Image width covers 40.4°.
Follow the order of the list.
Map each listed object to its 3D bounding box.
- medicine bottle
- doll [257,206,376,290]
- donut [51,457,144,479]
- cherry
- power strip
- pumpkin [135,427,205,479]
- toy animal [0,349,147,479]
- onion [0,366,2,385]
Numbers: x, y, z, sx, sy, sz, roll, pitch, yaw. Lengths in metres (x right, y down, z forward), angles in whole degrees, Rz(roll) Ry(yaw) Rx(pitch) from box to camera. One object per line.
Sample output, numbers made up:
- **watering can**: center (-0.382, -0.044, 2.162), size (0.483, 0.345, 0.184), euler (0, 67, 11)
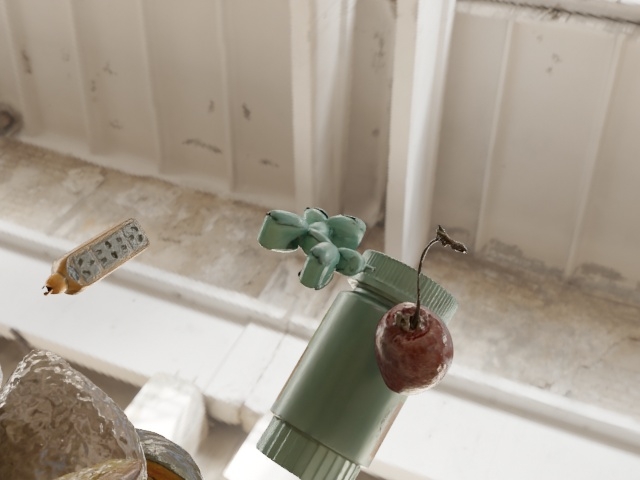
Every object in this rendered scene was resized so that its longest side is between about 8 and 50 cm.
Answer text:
- **medicine bottle**: center (0.048, 0.186, 1.201), size (0.158, 0.318, 0.158), euler (30, -11, 6)
- **doll**: center (0.000, 0.000, 1.147), size (0.159, 0.159, 0.059), euler (43, -59, 40)
- **donut**: center (-0.201, 0.220, 0.614), size (0.174, 0.190, 0.074), euler (-23, -93, 6)
- **cherry**: center (0.123, 0.097, 1.024), size (0.090, 0.107, 0.225), euler (1, -51, -21)
- **power strip**: center (-0.270, 0.023, 1.046), size (0.028, 0.178, 0.049), euler (-25, -80, 36)
- **pumpkin**: center (-0.319, 0.403, 1.625), size (0.312, 0.148, 0.169), euler (20, -52, 2)
- **toy animal**: center (-0.347, 0.315, 1.157), size (0.227, 0.358, 0.188), euler (3, -24, -21)
- **onion**: center (-0.754, 0.259, 1.680), size (0.276, 0.276, 0.276), euler (16, -47, 18)
